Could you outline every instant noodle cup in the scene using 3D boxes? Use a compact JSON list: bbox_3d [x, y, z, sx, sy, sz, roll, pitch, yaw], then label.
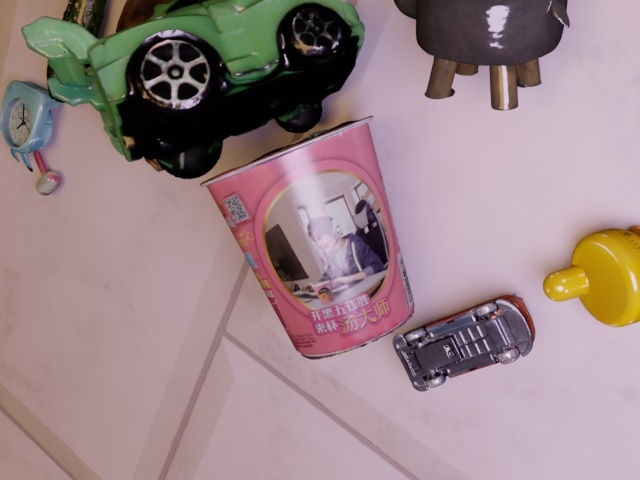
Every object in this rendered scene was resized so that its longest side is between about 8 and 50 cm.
[{"bbox_3d":[0.000,0.000,0.871,0.243,0.244,0.255,-15,100,32],"label":"instant noodle cup"}]

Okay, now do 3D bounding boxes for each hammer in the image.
[{"bbox_3d":[-0.492,-0.124,1.239,0.052,0.031,0.083,-34,76,28],"label":"hammer"}]

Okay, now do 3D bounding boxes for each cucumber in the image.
[{"bbox_3d":[-0.387,-0.325,1.114,0.069,0.069,0.228,34,111,21],"label":"cucumber"}]

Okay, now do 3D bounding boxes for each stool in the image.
[{"bbox_3d":[0.175,-0.240,0.766,0.153,0.228,0.139,-9,123,-8],"label":"stool"}]

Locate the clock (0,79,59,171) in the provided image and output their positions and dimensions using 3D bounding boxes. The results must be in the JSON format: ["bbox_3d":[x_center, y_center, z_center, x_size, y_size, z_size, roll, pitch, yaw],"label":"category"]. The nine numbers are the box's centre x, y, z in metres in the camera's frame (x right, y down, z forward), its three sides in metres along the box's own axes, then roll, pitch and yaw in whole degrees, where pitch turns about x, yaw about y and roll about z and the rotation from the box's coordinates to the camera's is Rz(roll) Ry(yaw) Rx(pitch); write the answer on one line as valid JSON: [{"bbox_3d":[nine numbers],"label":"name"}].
[{"bbox_3d":[-0.513,-0.198,1.216,0.108,0.045,0.147,27,107,29],"label":"clock"}]

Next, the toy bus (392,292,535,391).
[{"bbox_3d":[0.182,0.120,0.859,0.174,0.077,0.079,-27,86,31],"label":"toy bus"}]

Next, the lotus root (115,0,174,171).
[{"bbox_3d":[-0.208,-0.242,0.976,0.169,0.141,0.314,21,111,24],"label":"lotus root"}]

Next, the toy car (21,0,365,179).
[{"bbox_3d":[-0.132,-0.202,0.823,0.358,0.213,0.177,-24,81,-12],"label":"toy car"}]

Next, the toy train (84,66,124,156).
[{"bbox_3d":[-0.307,-0.204,1.080,0.099,0.081,0.149,-13,93,31],"label":"toy train"}]

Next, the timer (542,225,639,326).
[{"bbox_3d":[0.307,0.042,0.750,0.107,0.109,0.107,166,90,-75],"label":"timer"}]
